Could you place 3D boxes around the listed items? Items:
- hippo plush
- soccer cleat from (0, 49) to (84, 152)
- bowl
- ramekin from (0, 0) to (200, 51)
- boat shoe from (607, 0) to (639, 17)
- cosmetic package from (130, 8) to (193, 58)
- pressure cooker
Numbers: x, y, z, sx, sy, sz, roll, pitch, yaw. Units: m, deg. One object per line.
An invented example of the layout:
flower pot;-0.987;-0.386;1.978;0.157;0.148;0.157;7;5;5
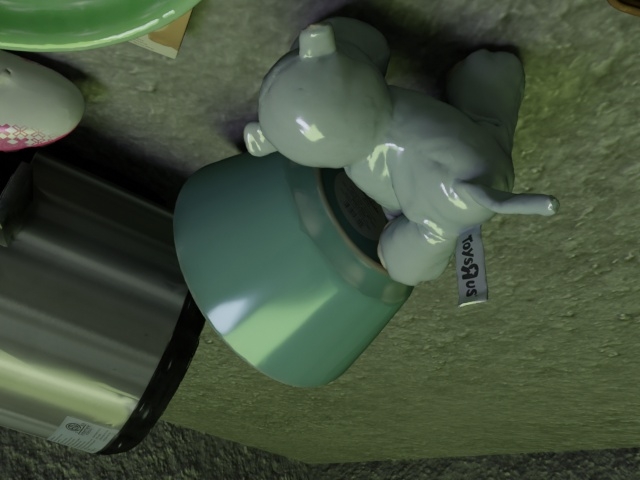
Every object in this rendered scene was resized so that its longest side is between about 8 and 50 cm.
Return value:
hippo plush;0.046;-0.081;0.662;0.237;0.294;0.234;22;130;-7
soccer cleat;-0.436;-0.186;0.765;0.331;0.116;0.143;11;157;-1
bowl;0.000;0.000;0.825;0.163;0.311;0.312;-32;133;32
ramekin;-0.194;-0.271;0.418;0.304;0.148;0.303;-5;155;-2
boat shoe;0.347;-0.191;0.478;0.324;0.119;0.122;5;158;11
cosmetic package;-0.150;-0.231;0.664;0.060;0.041;0.115;18;152;-15
pressure cooker;-0.394;0.063;0.943;0.421;0.369;0.375;25;-172;-22
